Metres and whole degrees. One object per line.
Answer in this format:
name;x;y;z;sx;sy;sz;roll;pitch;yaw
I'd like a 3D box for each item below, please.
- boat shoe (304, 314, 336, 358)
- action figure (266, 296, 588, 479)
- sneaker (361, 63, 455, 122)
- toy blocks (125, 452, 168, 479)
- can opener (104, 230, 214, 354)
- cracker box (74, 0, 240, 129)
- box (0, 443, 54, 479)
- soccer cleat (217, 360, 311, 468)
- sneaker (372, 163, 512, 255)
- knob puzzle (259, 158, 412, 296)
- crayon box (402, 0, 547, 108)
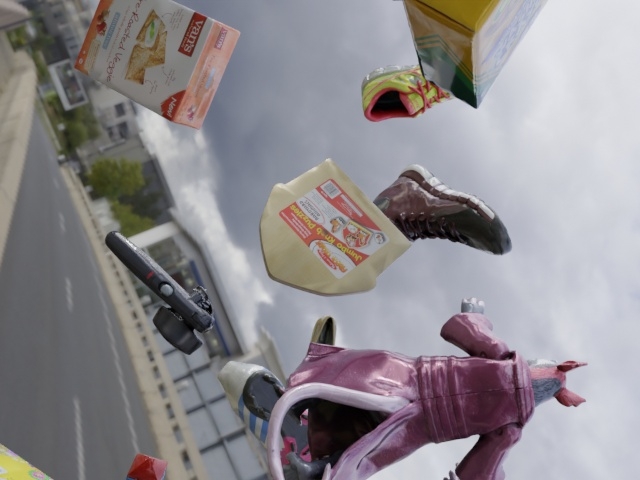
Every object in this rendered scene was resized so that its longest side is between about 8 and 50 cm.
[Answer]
boat shoe;0.000;0.252;1.771;0.072;0.068;0.190;124;-27;-73
action figure;0.132;0.175;0.982;0.276;0.370;0.248;57;23;-70
sneaker;0.150;-0.214;1.176;0.081;0.209;0.094;56;33;-30
toy blocks;-0.266;0.476;1.118;0.381;0.191;0.261;-73;180;-60
can opener;-0.196;0.051;0.993;0.186;0.073;0.059;45;-15;17
cracker box;-0.246;-0.281;1.224;0.232;0.155;0.067;30;11;29
box;-0.562;0.449;1.151;0.177;0.279;0.290;24;1;23
soccer cleat;-0.094;0.364;1.698;0.143;0.116;0.331;13;-39;48
sneaker;0.173;-0.013;1.348;0.281;0.162;0.106;39;-18;53
knob puzzle;0.000;0.000;1.101;0.213;0.213;0.030;63;-29;20
crayon box;0.170;-0.264;0.789;0.083;0.203;0.323;34;3;13
